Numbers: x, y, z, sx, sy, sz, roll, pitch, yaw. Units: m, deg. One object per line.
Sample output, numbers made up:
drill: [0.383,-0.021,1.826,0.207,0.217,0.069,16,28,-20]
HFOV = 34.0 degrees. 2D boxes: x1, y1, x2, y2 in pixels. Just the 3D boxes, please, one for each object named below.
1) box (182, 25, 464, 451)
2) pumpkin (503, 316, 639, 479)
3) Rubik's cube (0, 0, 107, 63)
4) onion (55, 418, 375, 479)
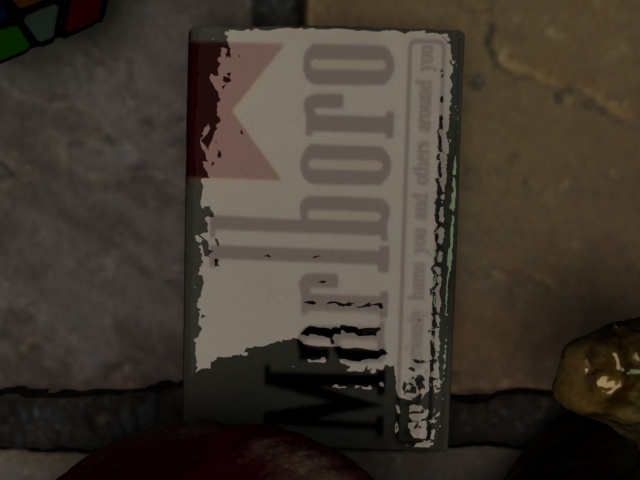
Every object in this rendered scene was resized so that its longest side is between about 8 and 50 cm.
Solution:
box: [0.000,0.000,0.446,0.115,0.036,0.177,2,96,4]
pumpkin: [0.182,0.093,0.391,0.222,0.139,0.317,41,98,-3]
Rubik's cube: [-0.136,-0.132,0.405,0.133,0.133,0.112,-9,122,5]
onion: [-0.058,0.198,0.351,0.272,0.195,0.272,0,90,43]
